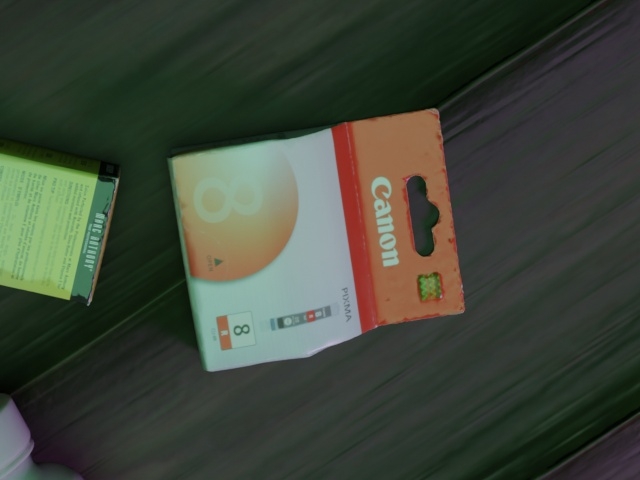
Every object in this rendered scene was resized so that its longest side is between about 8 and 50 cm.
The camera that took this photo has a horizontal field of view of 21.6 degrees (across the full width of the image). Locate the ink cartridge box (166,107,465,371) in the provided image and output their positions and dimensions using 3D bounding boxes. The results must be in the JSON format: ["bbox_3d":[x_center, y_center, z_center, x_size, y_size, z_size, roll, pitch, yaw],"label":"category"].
[{"bbox_3d":[0.000,0.000,1.083,0.179,0.045,0.145,-9,102,-1],"label":"ink cartridge box"}]

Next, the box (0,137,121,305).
[{"bbox_3d":[-0.246,-0.029,1.045,0.232,0.058,0.087,12,101,-8],"label":"box"}]

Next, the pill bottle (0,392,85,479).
[{"bbox_3d":[-0.187,0.227,1.061,0.136,0.136,0.246,-25,102,0],"label":"pill bottle"}]
